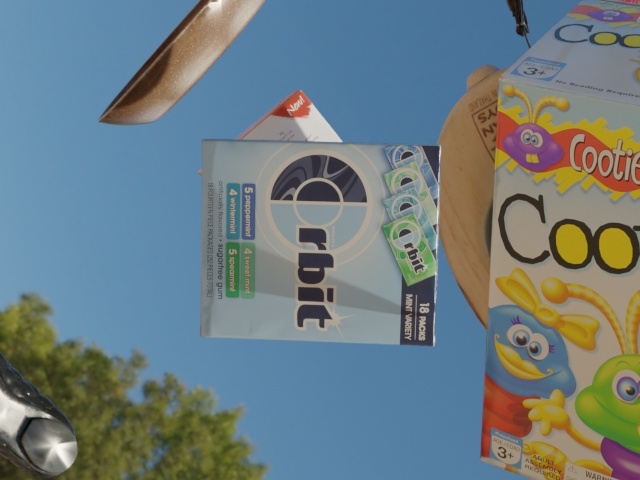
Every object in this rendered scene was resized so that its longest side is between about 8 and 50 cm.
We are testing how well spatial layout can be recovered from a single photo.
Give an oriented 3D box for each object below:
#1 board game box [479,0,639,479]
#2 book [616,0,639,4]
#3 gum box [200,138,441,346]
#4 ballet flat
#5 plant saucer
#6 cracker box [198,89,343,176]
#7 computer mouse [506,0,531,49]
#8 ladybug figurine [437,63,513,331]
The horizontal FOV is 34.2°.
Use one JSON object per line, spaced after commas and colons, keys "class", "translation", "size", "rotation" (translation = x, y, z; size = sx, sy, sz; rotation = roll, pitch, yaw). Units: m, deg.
{"class": "board game box", "translation": [0.192, 0.014, 0.632], "size": [0.144, 0.142, 0.275], "rotation": [16, -54, 28]}
{"class": "book", "translation": [0.339, -0.314, 1.161], "size": [0.144, 0.035, 0.096], "rotation": [50, -62, 20]}
{"class": "gum box", "translation": [0.000, 0.000, 0.818], "size": [0.041, 0.184, 0.157], "rotation": [-48, 139, -81]}
{"class": "ballet flat", "translation": [-0.219, 0.089, 0.651], "size": [0.049, 0.057, 0.173], "rotation": [-5, -52, 46]}
{"class": "plant saucer", "translation": [-0.098, -0.158, 0.824], "size": [0.036, 0.198, 0.198], "rotation": [41, -29, -15]}
{"class": "cracker box", "translation": [-0.017, -0.049, 1.300], "size": [0.232, 0.156, 0.067], "rotation": [50, -13, -11]}
{"class": "computer mouse", "translation": [0.257, -0.228, 1.318], "size": [0.071, 0.041, 0.242], "rotation": [42, 36, -70]}
{"class": "ladybug figurine", "translation": [0.302, -0.004, 1.135], "size": [0.305, 0.162, 0.449], "rotation": [-29, -85, 29]}
